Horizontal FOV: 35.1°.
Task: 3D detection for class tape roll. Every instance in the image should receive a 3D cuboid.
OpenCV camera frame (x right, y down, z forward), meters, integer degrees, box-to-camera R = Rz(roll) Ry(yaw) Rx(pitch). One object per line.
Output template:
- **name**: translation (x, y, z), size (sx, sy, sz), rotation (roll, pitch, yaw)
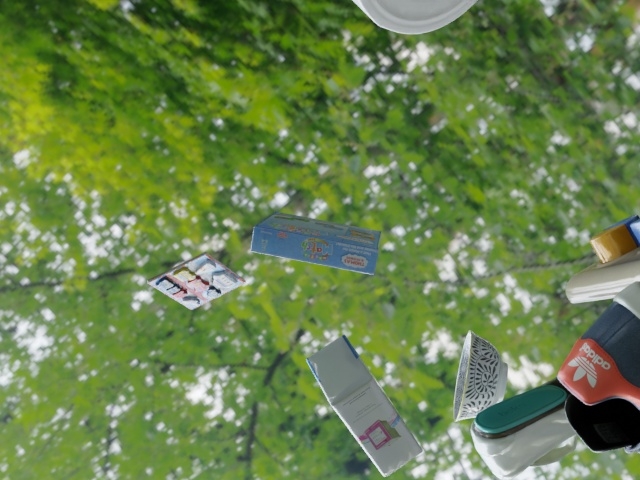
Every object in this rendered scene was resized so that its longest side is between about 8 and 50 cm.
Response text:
- **tape roll**: translation (0.162, -0.491, 1.671), size (0.286, 0.286, 0.100), rotation (22, -158, -39)

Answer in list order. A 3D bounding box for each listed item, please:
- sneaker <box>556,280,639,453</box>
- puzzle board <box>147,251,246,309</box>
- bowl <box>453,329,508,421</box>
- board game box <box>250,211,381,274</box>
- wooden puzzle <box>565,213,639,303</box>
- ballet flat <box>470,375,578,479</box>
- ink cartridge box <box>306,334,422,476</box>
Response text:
- **sneaker**: translation (0.350, 0.184, 1.089), size (0.350, 0.148, 0.131), rotation (47, -179, -41)
- **puzzle board**: translation (-0.175, 0.061, 1.454), size (0.128, 0.096, 0.011), rotation (43, -155, -60)
- **bowl**: translation (0.298, 0.254, 1.857), size (0.080, 0.170, 0.170), rotation (10, -141, 3)
- **board game box**: translation (0.000, 0.000, 1.362), size (0.160, 0.039, 0.211), rotation (11, -174, 3)
- **wooden puzzle**: translation (0.565, -0.033, 1.608), size (0.081, 0.347, 0.322), rotation (56, 170, 1)
- **ballet flat**: translation (0.441, 0.291, 1.743), size (0.400, 0.139, 0.139), rotation (-23, -107, -15)
- **ink cartridge box**: translation (0.045, 0.171, 1.044), size (0.122, 0.052, 0.088), rotation (58, 178, -33)
